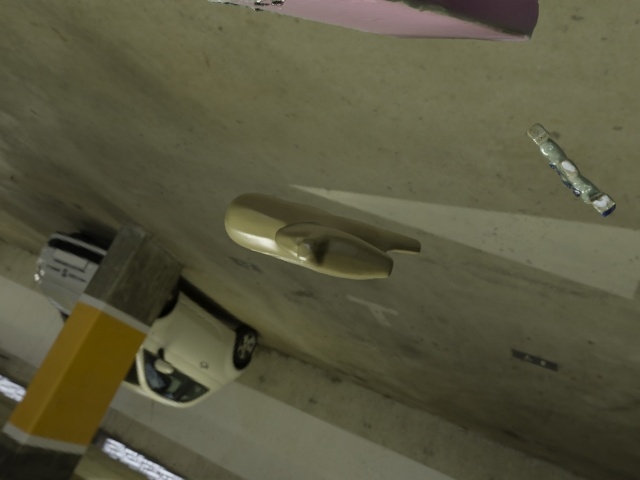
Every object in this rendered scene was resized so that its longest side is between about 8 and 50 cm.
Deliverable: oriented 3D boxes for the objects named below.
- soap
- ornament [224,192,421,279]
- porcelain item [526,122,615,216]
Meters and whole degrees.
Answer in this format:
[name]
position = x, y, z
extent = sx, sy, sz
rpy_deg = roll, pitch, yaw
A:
[soap]
position = 0.055, -0.233, 0.517
extent = 0.259, 0.081, 0.181
rpy_deg = -9, -159, -41
[ornament]
position = 0.000, 0.000, 0.577
extent = 0.230, 0.061, 0.245
rpy_deg = 18, -174, 36
[porcelain item]
position = 0.297, -0.079, 0.692
extent = 0.136, 0.021, 0.075
rpy_deg = 57, -165, 22
